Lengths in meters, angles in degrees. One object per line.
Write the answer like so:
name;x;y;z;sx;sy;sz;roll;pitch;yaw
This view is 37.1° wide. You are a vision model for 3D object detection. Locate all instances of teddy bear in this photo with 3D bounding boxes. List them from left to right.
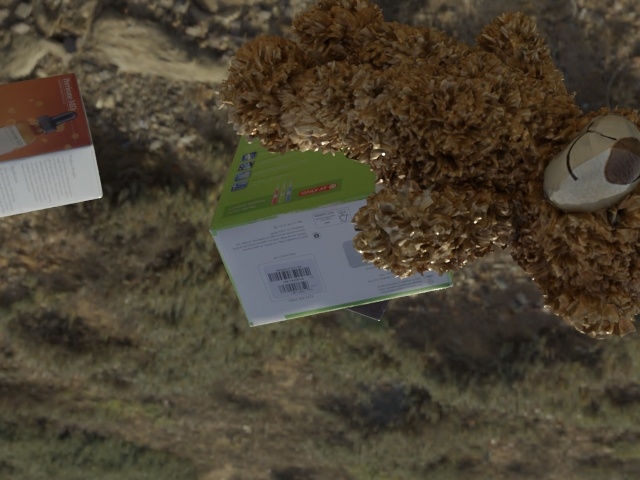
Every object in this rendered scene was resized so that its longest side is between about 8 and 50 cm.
teddy bear;0.092;-0.078;0.640;0.245;0.338;0.113;-20;140;-32

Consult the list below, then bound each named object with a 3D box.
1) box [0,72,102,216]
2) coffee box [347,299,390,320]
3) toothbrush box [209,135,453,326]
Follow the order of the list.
box;-0.353;-0.108;1.111;0.170;0.130;0.091;-13;143;-13
coffee box;0.000;0.000;1.556;0.168;0.297;0.119;22;100;-26
toothbrush box;0.022;-0.057;0.988;0.206;0.283;0.122;-13;121;12
